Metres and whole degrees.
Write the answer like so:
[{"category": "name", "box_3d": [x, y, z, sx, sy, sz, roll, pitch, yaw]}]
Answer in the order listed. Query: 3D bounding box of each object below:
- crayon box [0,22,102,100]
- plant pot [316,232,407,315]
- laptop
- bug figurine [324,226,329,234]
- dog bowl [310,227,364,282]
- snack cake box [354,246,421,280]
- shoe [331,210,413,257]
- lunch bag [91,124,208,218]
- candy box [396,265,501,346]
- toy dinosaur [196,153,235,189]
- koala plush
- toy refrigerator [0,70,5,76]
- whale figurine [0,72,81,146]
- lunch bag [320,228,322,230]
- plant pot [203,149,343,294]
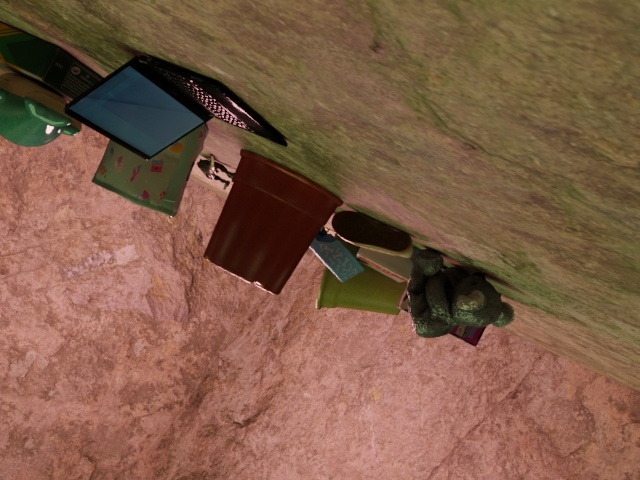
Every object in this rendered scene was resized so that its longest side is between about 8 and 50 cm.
[{"category": "crayon box", "box_3d": [-0.661, -0.409, 1.680, 0.323, 0.083, 0.203, 25, 176, 22]}, {"category": "plant pot", "box_3d": [0.144, 0.116, 2.299, 0.254, 0.276, 0.276, 16, 176, 5]}, {"category": "laptop", "box_3d": [-0.232, -0.187, 1.212, 0.264, 0.136, 0.234, 26, 177, 27]}, {"category": "bug figurine", "box_3d": [-0.059, -0.047, 2.751, 0.279, 0.072, 0.216, 27, 177, -17]}, {"category": "dog bowl", "box_3d": [0.000, 0.000, 2.096, 0.297, 0.074, 0.166, 48, 178, 17]}, {"category": "snack cake box", "box_3d": [0.179, 0.041, 2.011, 0.152, 0.089, 0.264, 29, 177, 2]}, {"category": "shoe", "box_3d": [0.123, -0.009, 1.748, 0.219, 0.076, 0.058, 23, 171, 29]}, {"category": "lunch bag", "box_3d": [-0.357, -0.179, 1.626, 0.160, 0.223, 0.262, 22, 180, -43]}, {"category": "candy box", "box_3d": [0.346, 0.165, 2.003, 0.233, 0.159, 0.071, 28, 176, -1]}, {"category": "toy dinosaur", "box_3d": [-0.322, -0.216, 2.299, 0.118, 0.064, 0.268, 35, 172, -16]}, {"category": "koala plush", "box_3d": [0.334, 0.147, 1.742, 0.221, 0.203, 0.196, 7, 164, 45]}, {"category": "toy refrigerator", "box_3d": [-0.898, -0.505, 2.052, 0.269, 0.094, 0.102, 30, -177, -32]}, {"category": "whale figurine", "box_3d": [-0.630, -0.271, 1.611, 0.216, 0.141, 0.272, 29, 175, -36]}, {"category": "lunch bag", "box_3d": [-0.021, -0.073, 1.967, 0.083, 0.071, 0.053, 30, 178, -31]}, {"category": "plant pot", "box_3d": [-0.126, -0.031, 1.736, 0.272, 0.265, 0.272, 27, 178, 1]}]
